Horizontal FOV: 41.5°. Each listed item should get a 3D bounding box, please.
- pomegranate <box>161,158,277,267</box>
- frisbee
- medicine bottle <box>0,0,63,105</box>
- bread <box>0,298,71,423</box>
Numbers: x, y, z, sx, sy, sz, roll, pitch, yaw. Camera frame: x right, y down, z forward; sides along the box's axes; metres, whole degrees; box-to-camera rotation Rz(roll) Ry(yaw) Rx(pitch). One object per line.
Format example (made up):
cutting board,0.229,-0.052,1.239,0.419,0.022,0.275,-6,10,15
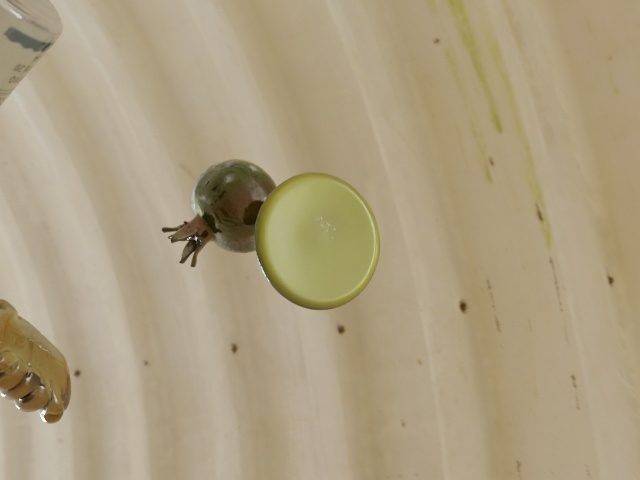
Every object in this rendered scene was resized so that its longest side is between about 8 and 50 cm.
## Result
pomegranate,-0.180,-0.045,1.557,0.224,0.181,0.181,-39,-140,-18
frisbee,0.000,0.000,1.424,0.017,0.236,0.236,-12,-128,64
medicine bottle,-0.405,-0.192,0.924,0.237,0.139,0.139,-45,-137,16
bread,-0.487,0.196,1.353,0.081,0.225,0.134,-25,-142,13
